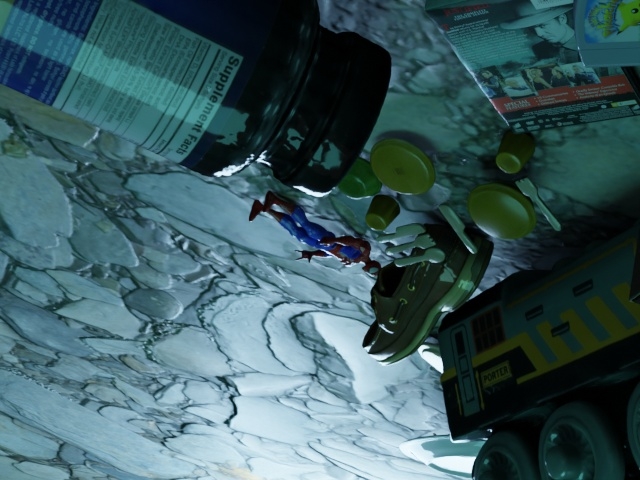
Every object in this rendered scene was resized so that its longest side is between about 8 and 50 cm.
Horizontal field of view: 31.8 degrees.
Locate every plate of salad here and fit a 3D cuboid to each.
[{"bbox_3d":[0.182,0.216,1.171,0.200,0.048,0.200,6,160,2],"label":"plate of salad"}]

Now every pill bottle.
[{"bbox_3d":[-0.078,-0.108,0.604,0.219,0.123,0.123,24,152,-17],"label":"pill bottle"}]

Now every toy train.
[{"bbox_3d":[0.200,0.090,0.761,0.142,0.190,0.334,1,158,-27],"label":"toy train"}]

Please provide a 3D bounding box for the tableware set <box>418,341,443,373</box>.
[{"bbox_3d":[0.168,0.131,1.005,0.141,0.020,0.169,44,158,-28],"label":"tableware set"}]

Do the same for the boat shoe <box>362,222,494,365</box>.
[{"bbox_3d":[0.070,0.039,0.880,0.060,0.064,0.178,29,144,-5],"label":"boat shoe"}]

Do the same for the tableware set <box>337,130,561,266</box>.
[{"bbox_3d":[0.082,-0.036,0.758,0.154,0.024,0.104,-16,121,45],"label":"tableware set"}]

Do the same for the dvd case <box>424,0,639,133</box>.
[{"bbox_3d":[0.123,-0.103,0.629,0.087,0.013,0.119,-6,147,36],"label":"dvd case"}]

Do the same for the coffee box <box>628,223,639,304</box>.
[{"bbox_3d":[0.301,-0.007,0.581,0.246,0.141,0.098,19,153,-6],"label":"coffee box"}]

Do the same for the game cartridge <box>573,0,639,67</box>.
[{"bbox_3d":[0.155,-0.118,0.563,0.056,0.017,0.083,2,145,10],"label":"game cartridge"}]

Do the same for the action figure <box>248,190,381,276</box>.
[{"bbox_3d":[0.000,0.000,0.876,0.115,0.030,0.038,25,147,-23],"label":"action figure"}]
